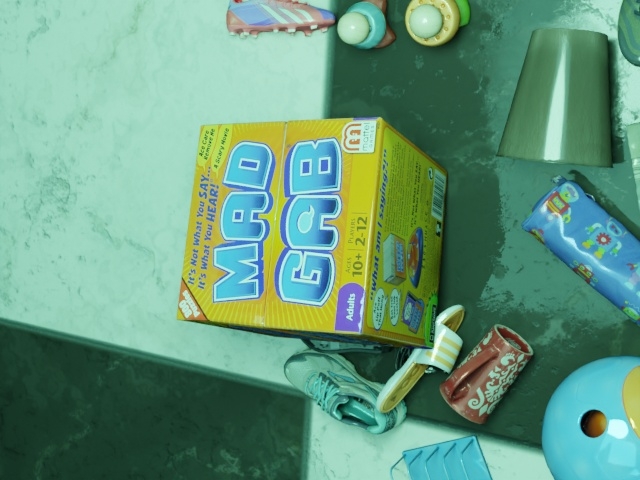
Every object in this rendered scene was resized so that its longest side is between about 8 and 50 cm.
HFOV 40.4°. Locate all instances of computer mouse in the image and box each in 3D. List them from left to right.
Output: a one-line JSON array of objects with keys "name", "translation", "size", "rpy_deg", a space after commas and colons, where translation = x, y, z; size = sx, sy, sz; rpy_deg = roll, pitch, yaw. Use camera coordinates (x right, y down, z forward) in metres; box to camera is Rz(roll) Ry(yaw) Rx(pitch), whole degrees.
[{"name": "computer mouse", "translation": [0.086, 0.183, 1.813], "size": [0.272, 0.072, 0.188], "rpy_deg": [6, 99, 13]}]

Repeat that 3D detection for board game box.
[{"name": "board game box", "translation": [0.000, 0.000, 1.603], "size": [0.357, 0.356, 0.356], "rpy_deg": [2, 80, 26]}]

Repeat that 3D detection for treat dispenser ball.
[{"name": "treat dispenser ball", "translation": [0.528, 0.342, 1.492], "size": [0.288, 0.288, 0.288], "rpy_deg": [5, 101, 26]}]

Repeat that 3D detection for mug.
[{"name": "mug", "translation": [0.320, 0.257, 1.665], "size": [0.113, 0.150, 0.169], "rpy_deg": [38, 108, 9]}]

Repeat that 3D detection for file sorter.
[{"name": "file sorter", "translation": [0.244, 0.483, 1.760], "size": [0.170, 0.104, 0.118], "rpy_deg": [-21, 90, 27]}]

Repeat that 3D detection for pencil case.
[{"name": "pencil case", "translation": [0.506, 0.020, 1.546], "size": [0.306, 0.119, 0.133], "rpy_deg": [43, 74, 14]}]

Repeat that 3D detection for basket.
[{"name": "basket", "translation": [0.424, -0.249, 1.525], "size": [0.205, 0.154, 0.226], "rpy_deg": [10, 99, 23]}]

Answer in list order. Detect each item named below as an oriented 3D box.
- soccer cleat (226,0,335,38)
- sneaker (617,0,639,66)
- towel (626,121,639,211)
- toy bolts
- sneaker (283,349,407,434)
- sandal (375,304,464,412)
[{"name": "soccer cleat", "translation": [-0.086, -0.466, 1.778], "size": [0.248, 0.083, 0.095], "rpy_deg": [3, 96, 28]}, {"name": "sneaker", "translation": [0.557, -0.438, 1.438], "size": [0.111, 0.121, 0.299], "rpy_deg": [15, 105, 24]}, {"name": "towel", "translation": [0.678, -0.097, 1.414], "size": [0.324, 0.056, 0.312], "rpy_deg": [-16, 68, 28]}, {"name": "toy bolts", "translation": [0.132, -0.445, 1.612], "size": [0.229, 0.158, 0.218], "rpy_deg": [-16, 101, 29]}, {"name": "sneaker", "translation": [0.038, 0.316, 1.823], "size": [0.283, 0.122, 0.110], "rpy_deg": [22, 108, 22]}, {"name": "sandal", "translation": [0.216, 0.248, 1.702], "size": [0.076, 0.102, 0.265], "rpy_deg": [38, 93, 30]}]
